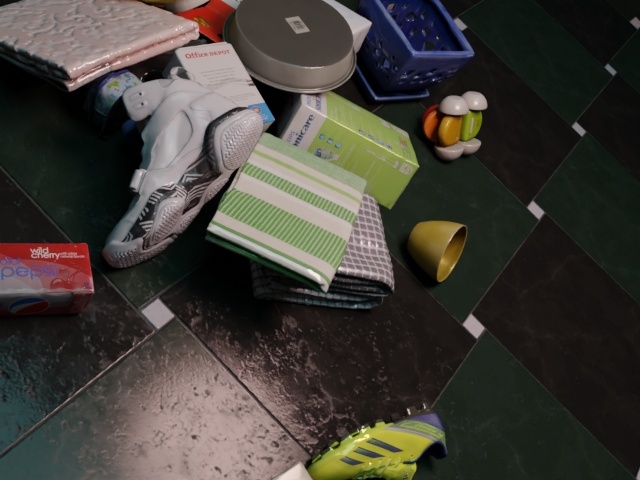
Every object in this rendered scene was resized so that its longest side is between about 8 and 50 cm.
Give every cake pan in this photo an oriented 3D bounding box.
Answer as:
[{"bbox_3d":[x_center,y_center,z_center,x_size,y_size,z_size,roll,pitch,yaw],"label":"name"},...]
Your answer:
[{"bbox_3d":[-0.058,-0.432,1.534,0.293,0.054,0.293,9,52,-12],"label":"cake pan"}]

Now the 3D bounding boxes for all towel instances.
[{"bbox_3d":[-0.452,-0.394,1.370,0.331,0.054,0.317,26,43,26],"label":"towel"},{"bbox_3d":[-0.055,-0.063,1.344,0.247,0.038,0.325,25,41,-5],"label":"towel"},{"bbox_3d":[0.000,0.000,1.424,0.283,0.121,0.235,10,53,-26],"label":"towel"}]

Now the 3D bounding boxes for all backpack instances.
[{"bbox_3d":[-0.390,-0.269,1.375,0.084,0.114,0.105,43,47,2],"label":"backpack"}]

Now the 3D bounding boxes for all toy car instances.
[{"bbox_3d":[0.333,-0.300,1.861,0.182,0.159,0.136,-21,34,-40],"label":"toy car"}]

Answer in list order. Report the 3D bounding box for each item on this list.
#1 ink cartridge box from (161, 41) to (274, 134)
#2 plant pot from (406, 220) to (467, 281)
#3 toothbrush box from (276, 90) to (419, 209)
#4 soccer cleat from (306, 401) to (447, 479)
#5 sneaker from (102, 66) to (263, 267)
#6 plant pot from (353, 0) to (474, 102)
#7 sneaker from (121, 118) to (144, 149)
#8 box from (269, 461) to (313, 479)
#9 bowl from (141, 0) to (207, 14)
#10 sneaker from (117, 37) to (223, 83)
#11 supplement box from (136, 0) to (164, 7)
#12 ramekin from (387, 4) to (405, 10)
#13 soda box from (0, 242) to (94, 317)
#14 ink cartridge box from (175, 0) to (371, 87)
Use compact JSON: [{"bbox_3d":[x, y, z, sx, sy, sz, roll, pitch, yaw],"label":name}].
[{"bbox_3d":[-0.200,-0.282,1.428,0.139,0.082,0.191,-22,76,-41],"label":"ink cartridge box"},{"bbox_3d":[0.245,0.011,1.583,0.095,0.134,0.134,26,41,25],"label":"plant pot"},{"bbox_3d":[0.054,-0.215,1.572,0.283,0.122,0.206,27,25,-15],"label":"toothbrush box"},{"bbox_3d":[0.109,0.369,1.246,0.289,0.093,0.121,-11,71,-37],"label":"soccer cleat"},{"bbox_3d":[-0.288,-0.135,1.271,0.210,0.137,0.366,39,79,8],"label":"sneaker"},{"bbox_3d":[0.202,-0.482,1.842,0.235,0.212,0.236,-12,65,-39],"label":"plant pot"},{"bbox_3d":[-0.300,-0.239,1.441,0.232,0.081,0.091,-12,64,-46],"label":"sneaker"},{"bbox_3d":[-0.011,0.484,1.082,0.113,0.094,0.275,-22,71,-41],"label":"box"},{"bbox_3d":[-0.294,-0.562,1.493,0.289,0.289,0.156,-58,134,-44],"label":"bowl"},{"bbox_3d":[-0.291,-0.347,1.521,0.286,0.109,0.130,-8,73,-29],"label":"sneaker"},{"bbox_3d":[-0.403,-0.649,1.671,0.080,0.078,0.234,-3,60,-34],"label":"supplement box"},{"bbox_3d":[0.193,-0.774,2.108,0.272,0.127,0.273,16,51,-22],"label":"ramekin"},{"bbox_3d":[-0.485,0.061,1.095,0.263,0.083,0.092,1,59,-33],"label":"soda box"},{"bbox_3d":[-0.094,-0.497,1.634,0.308,0.091,0.385,34,35,8],"label":"ink cartridge box"}]
